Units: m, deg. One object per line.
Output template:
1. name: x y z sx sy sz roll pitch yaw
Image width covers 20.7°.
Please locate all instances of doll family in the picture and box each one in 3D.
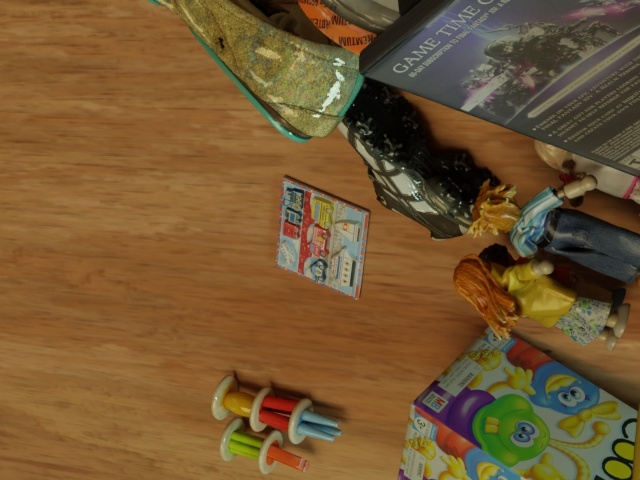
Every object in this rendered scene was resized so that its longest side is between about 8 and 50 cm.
1. doll family: 0.203 0.010 1.518 0.163 0.118 0.263 20 137 1

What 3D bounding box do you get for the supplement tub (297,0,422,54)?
1. supplement tub: 0.096 -0.283 1.278 0.194 0.193 0.316 35 140 3

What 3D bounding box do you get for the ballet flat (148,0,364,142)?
1. ballet flat: -0.096 -0.233 1.533 0.348 0.123 0.123 42 141 11

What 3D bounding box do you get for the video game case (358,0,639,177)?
1. video game case: 0.195 -0.133 1.302 0.274 0.026 0.196 18 149 -26

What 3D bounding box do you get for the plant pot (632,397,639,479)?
1. plant pot: 0.381 0.093 1.437 0.212 0.212 0.187 5 118 33

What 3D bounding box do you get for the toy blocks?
1. toy blocks: -0.043 0.220 1.973 0.148 0.054 0.123 15 135 24

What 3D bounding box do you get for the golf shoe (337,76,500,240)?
1. golf shoe: 0.065 -0.069 1.599 0.198 0.077 0.094 43 140 -5

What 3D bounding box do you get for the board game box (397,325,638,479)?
1. board game box: 0.228 0.231 1.678 0.275 0.142 0.144 32 141 23

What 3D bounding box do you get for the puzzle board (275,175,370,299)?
1. puzzle board: 0.000 0.000 1.764 0.096 0.011 0.128 23 139 17
